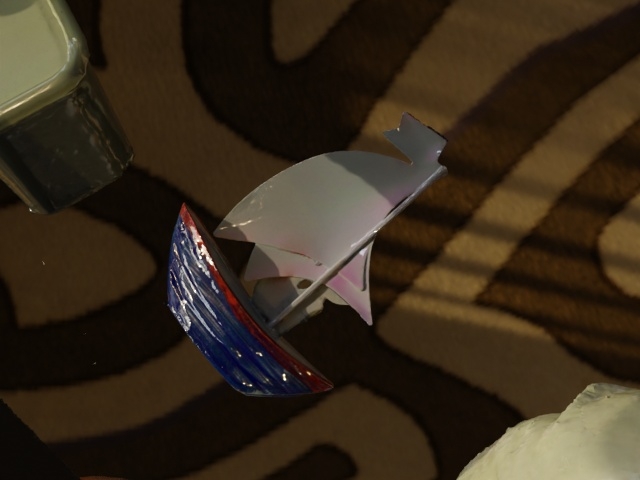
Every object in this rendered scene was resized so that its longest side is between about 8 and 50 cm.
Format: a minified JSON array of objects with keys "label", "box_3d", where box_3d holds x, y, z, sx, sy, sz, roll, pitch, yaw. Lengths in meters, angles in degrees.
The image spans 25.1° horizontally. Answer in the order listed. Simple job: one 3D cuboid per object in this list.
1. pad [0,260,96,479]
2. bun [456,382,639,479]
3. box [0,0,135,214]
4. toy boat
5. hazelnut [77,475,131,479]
[{"label":"pad","box_3d":[-0.262,0.137,0.855,0.315,0.063,0.375,-34,135,-4]},{"label":"bun","box_3d":[0.238,0.257,0.987,0.365,0.219,0.365,7,119,13]},{"label":"box","box_3d":[-0.266,-0.164,1.181,0.138,0.274,0.178,-28,153,-3]},{"label":"toy boat","box_3d":[-0.029,-0.004,1.401,0.219,0.072,0.318,26,92,7]},{"label":"hazelnut","box_3d":[-0.229,0.338,1.386,0.261,0.261,0.241,-28,114,7]}]
